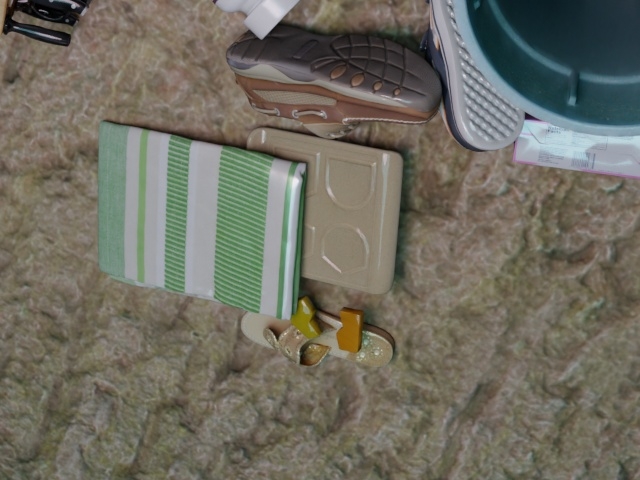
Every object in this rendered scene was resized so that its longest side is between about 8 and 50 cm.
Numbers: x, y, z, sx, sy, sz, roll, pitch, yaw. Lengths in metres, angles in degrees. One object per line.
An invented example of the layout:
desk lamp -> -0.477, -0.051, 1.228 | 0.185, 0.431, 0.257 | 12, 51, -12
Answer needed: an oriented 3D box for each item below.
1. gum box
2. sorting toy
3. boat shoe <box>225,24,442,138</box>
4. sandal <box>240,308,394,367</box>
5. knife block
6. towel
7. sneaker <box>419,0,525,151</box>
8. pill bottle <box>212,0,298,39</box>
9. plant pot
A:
gum box -> 0.340, -0.137, 1.576 | 0.188, 0.107, 0.062 | 9, 115, 9
sorting toy -> 0.000, 0.000, 1.734 | 0.229, 0.041, 0.307 | 11, 112, 19
boat shoe -> 0.022, -0.199, 1.592 | 0.324, 0.123, 0.116 | 20, 137, 35
sandal -> -0.012, 0.153, 1.806 | 0.240, 0.079, 0.088 | 10, 116, 9
knife block -> -0.454, -0.331, 1.607 | 0.242, 0.275, 0.088 | 34, 121, 30
towel -> -0.177, -0.029, 1.756 | 0.324, 0.038, 0.248 | 12, 112, 20
sneaker -> 0.189, -0.272, 1.543 | 0.126, 0.127, 0.321 | -1, 90, -10
pill bottle -> -0.121, -0.374, 1.568 | 0.221, 0.121, 0.121 | 44, 116, -8
plant pot -> 0.334, -0.344, 1.334 | 0.341, 0.334, 0.341 | 7, 127, 9
